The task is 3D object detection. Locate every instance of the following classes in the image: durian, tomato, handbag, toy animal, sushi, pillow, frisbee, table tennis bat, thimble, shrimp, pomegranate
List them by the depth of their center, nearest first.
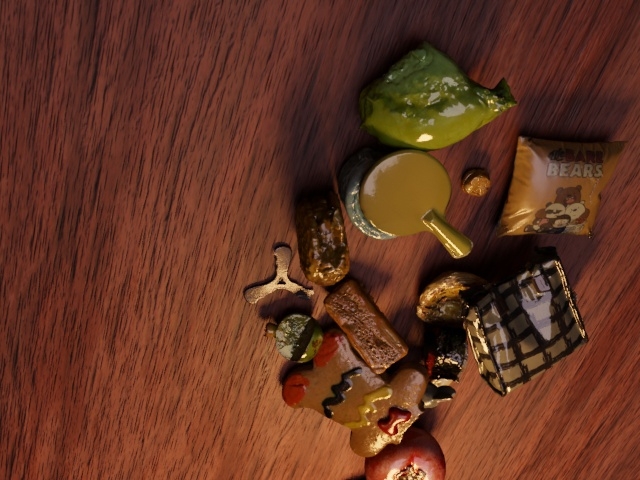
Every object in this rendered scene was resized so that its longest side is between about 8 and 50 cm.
[{"bbox_3d":[0.260,-0.333,1.557,0.339,0.204,0.256,-34,106,20],"label":"durian"},{"bbox_3d":[0.253,-0.078,1.617,0.368,0.054,0.224,39,106,-25],"label":"table tennis bat"},{"bbox_3d":[0.149,-0.127,1.674,0.198,0.143,0.235,-26,123,2],"label":"thimble"},{"bbox_3d":[0.203,-0.264,1.675,0.114,0.023,0.083,24,110,-18],"label":"shrimp"},{"bbox_3d":[0.646,-0.139,1.773,0.310,0.119,0.312,2,121,-7],"label":"pillow"},{"bbox_3d":[0.570,0.226,1.848,0.325,0.162,0.327,-29,117,-11],"label":"handbag"},{"bbox_3d":[-0.102,0.125,1.852,0.187,0.012,0.211,32,110,-26],"label":"frisbee"},{"bbox_3d":[-0.072,0.279,1.889,0.169,0.122,0.143,9,91,23],"label":"pomegranate"},{"bbox_3d":[0.375,0.339,1.960,0.126,0.136,0.225,1,150,9],"label":"sushi"},{"bbox_3d":[0.300,0.482,2.020,0.236,0.138,0.108,17,137,31],"label":"toy animal"},{"bbox_3d":[0.274,0.742,2.156,0.270,0.227,0.270,-2,100,-8],"label":"tomato"}]

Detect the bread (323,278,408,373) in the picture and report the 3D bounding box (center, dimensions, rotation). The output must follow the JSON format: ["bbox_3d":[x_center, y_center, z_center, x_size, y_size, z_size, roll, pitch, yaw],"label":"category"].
[{"bbox_3d":[0.131,0.239,1.858,0.139,0.077,0.271,-39,88,-2],"label":"bread"}]

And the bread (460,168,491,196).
[{"bbox_3d":[0.422,-0.156,1.765,0.083,0.046,0.081,-22,127,1],"label":"bread"}]

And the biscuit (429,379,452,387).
[{"bbox_3d":[0.388,0.445,2.107,0.056,0.052,0.188,34,107,-14],"label":"biscuit"}]

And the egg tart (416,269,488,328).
[{"bbox_3d":[0.402,0.166,1.924,0.252,0.098,0.232,-5,128,-3],"label":"egg tart"}]

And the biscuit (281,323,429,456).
[{"bbox_3d":[0.112,0.454,1.958,0.394,0.076,0.368,36,111,1],"label":"biscuit"}]

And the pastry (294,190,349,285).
[{"bbox_3d":[0.000,0.000,1.669,0.132,0.235,0.240,-9,112,0],"label":"pastry"}]

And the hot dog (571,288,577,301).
[{"bbox_3d":[0.676,0.237,2.024,0.144,0.075,0.268,28,112,-23],"label":"hot dog"}]
